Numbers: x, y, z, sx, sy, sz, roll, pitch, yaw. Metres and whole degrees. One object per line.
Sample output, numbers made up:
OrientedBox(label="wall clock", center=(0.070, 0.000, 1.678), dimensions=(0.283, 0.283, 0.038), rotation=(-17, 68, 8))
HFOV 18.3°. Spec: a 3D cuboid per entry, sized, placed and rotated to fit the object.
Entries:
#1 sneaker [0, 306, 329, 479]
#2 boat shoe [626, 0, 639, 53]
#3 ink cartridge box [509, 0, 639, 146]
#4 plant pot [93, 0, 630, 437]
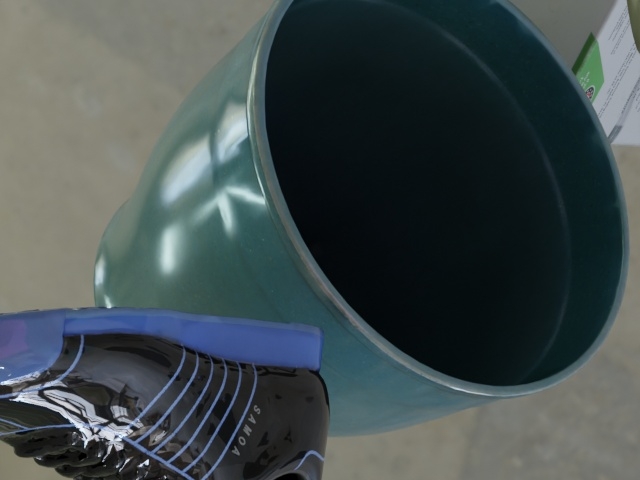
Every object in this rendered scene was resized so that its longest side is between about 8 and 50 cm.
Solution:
OrientedBox(label="sneaker", center=(-0.076, 0.077, 0.829), dimensions=(0.081, 0.232, 0.090), rotation=(-10, 79, 41))
OrientedBox(label="boat shoe", center=(0.186, -0.169, 1.086), dimensions=(0.049, 0.043, 0.137), rotation=(104, 159, -83))
OrientedBox(label="ink cartridge box", center=(0.192, -0.148, 1.366), dimensions=(0.087, 0.208, 0.153), rotation=(33, 106, 24))
OrientedBox(label="plant pot", center=(0.000, 0.000, 1.200), dimensions=(0.255, 0.272, 0.271), rotation=(-30, 95, 47))
